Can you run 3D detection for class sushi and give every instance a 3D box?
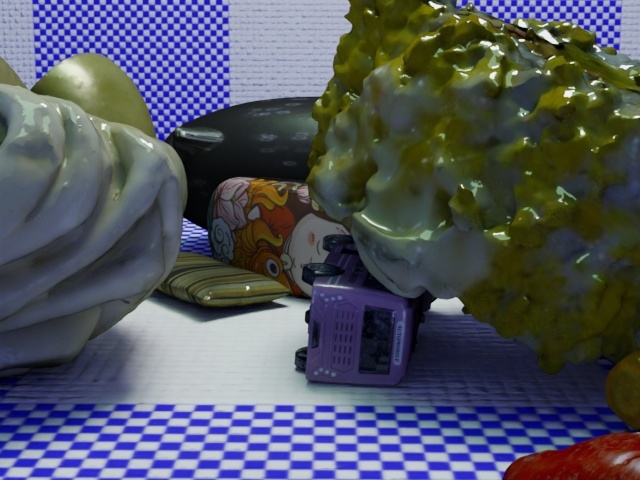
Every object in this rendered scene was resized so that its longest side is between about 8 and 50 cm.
[{"bbox_3d":[0.184,-0.067,0.925,0.351,0.240,0.396,1,28,-45],"label":"sushi"}]

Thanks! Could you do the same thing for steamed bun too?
[{"bbox_3d":[-0.292,-0.007,0.896,0.339,0.247,0.352,15,0,-10],"label":"steamed bun"}]

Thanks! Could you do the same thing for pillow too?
[{"bbox_3d":[-0.134,0.042,1.185,0.113,0.038,0.203,-4,12,-37],"label":"pillow"}]

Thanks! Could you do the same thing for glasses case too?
[{"bbox_3d":[0.000,0.000,1.182,0.321,0.122,0.082,9,13,38],"label":"glasses case"}]

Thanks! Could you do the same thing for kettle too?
[{"bbox_3d":[-0.063,-0.067,1.396,0.290,0.207,0.268,2,-26,14],"label":"kettle"}]

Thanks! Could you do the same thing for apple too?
[{"bbox_3d":[-0.330,-0.093,1.252,0.292,0.292,0.254,1,-12,5],"label":"apple"}]

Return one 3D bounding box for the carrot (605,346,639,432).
[{"bbox_3d":[0.290,0.105,0.776,0.173,0.082,0.082,0,10,-26],"label":"carrot"}]

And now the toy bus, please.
[{"bbox_3d":[0.042,0.057,0.970,0.108,0.096,0.199,6,14,9],"label":"toy bus"}]

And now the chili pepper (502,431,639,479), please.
[{"bbox_3d":[0.195,0.142,0.540,0.144,0.136,0.253,-33,15,-18],"label":"chili pepper"}]
